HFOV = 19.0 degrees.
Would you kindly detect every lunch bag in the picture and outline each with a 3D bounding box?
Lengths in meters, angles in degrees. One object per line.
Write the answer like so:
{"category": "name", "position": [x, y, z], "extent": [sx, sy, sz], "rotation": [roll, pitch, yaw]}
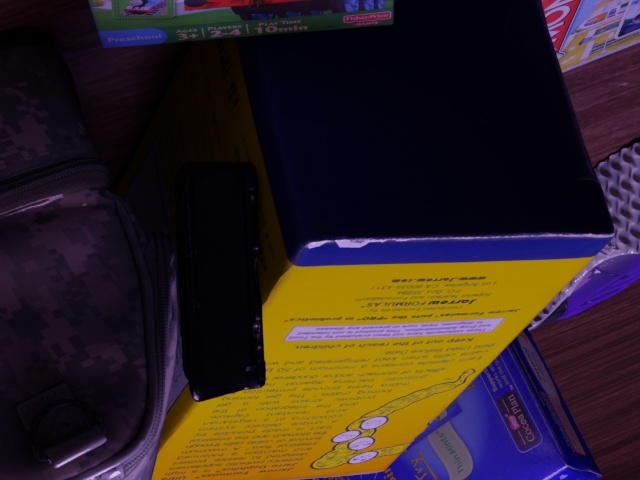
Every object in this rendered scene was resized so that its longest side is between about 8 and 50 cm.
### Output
{"category": "lunch bag", "position": [-0.190, 0.074, 1.095], "extent": [0.212, 0.256, 0.305], "rotation": [-20, 161, -18]}

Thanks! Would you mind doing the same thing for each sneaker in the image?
{"category": "sneaker", "position": [0.279, -0.010, 1.766], "extent": [0.293, 0.102, 0.146], "rotation": [-31, 166, 27]}

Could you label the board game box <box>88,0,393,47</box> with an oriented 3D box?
{"category": "board game box", "position": [-0.043, -0.161, 0.932], "extent": [0.160, 0.039, 0.211], "rotation": [-5, 159, 0]}

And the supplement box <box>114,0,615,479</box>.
{"category": "supplement box", "position": [0.000, 0.000, 1.194], "extent": [0.195, 0.194, 0.356], "rotation": [-1, 152, -24]}

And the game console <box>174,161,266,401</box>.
{"category": "game console", "position": [-0.070, 0.020, 1.016], "extent": [0.071, 0.122, 0.107], "rotation": [-3, -179, -36]}

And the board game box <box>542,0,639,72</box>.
{"category": "board game box", "position": [0.201, -0.207, 1.202], "extent": [0.213, 0.046, 0.317], "rotation": [-22, 161, -15]}

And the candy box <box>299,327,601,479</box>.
{"category": "candy box", "position": [0.027, 0.151, 1.573], "extent": [0.317, 0.268, 0.122], "rotation": [-31, 157, 14]}
